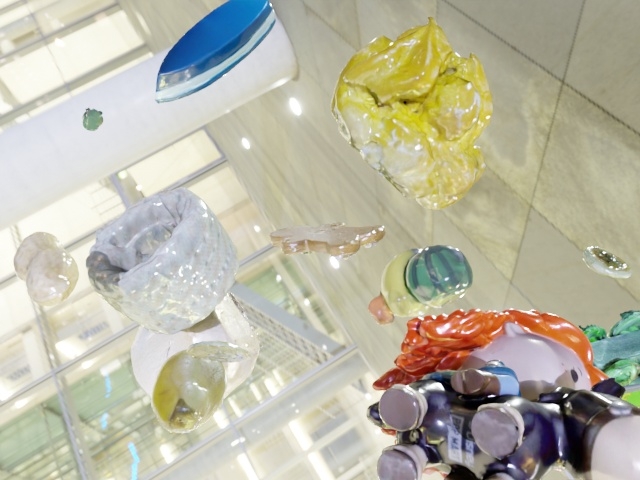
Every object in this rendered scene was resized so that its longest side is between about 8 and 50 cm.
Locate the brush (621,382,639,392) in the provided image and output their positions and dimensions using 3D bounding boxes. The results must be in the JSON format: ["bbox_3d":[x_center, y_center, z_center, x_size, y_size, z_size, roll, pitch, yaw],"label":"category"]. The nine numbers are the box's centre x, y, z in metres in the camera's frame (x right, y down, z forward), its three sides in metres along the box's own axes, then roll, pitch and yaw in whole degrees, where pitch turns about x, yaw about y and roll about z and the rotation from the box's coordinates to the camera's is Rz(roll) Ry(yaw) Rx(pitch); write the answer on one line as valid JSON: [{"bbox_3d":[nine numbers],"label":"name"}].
[{"bbox_3d":[0.528,0.266,0.963,0.062,0.265,0.027,56,-157,-49],"label":"brush"}]

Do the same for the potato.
[{"bbox_3d":[-0.279,0.327,1.171,0.157,0.157,0.194,63,-175,-19],"label":"potato"}]

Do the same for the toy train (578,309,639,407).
[{"bbox_3d":[0.595,0.259,1.109,0.132,0.243,0.188,-116,17,-51],"label":"toy train"}]

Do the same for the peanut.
[{"bbox_3d":[-0.428,0.044,0.862,0.187,0.082,0.082,31,153,45],"label":"peanut"}]

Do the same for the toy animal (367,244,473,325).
[{"bbox_3d":[0.285,0.116,1.603,0.338,0.215,0.191,-35,78,55],"label":"toy animal"}]

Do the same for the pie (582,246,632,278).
[{"bbox_3d":[0.485,0.036,0.932,0.084,0.084,0.021,50,137,43],"label":"pie"}]

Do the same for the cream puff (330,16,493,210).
[{"bbox_3d":[0.194,-0.237,1.015,0.324,0.257,0.291,45,-154,5],"label":"cream puff"}]

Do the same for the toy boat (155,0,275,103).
[{"bbox_3d":[-0.201,-0.359,1.022,0.096,0.299,0.062,35,157,13],"label":"toy boat"}]

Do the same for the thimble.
[{"bbox_3d":[-0.340,0.045,1.186,0.291,0.291,0.195,47,171,50],"label":"thimble"}]

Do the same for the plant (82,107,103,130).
[{"bbox_3d":[-0.591,-0.321,1.435,0.102,0.051,0.051,-113,0,-55],"label":"plant"}]

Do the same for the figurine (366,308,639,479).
[{"bbox_3d":[0.212,0.195,0.635,0.412,0.305,0.241,35,-137,-80],"label":"figurine"}]

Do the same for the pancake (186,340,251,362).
[{"bbox_3d":[-0.163,0.179,0.881,0.108,0.107,0.017,78,-164,-61],"label":"pancake"}]

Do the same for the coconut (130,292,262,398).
[{"bbox_3d":[-0.378,0.323,1.605,0.346,0.360,0.346,52,-169,-14],"label":"coconut"}]

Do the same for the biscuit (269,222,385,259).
[{"bbox_3d":[0.000,0.000,1.259,0.301,0.196,0.049,4,106,44],"label":"biscuit"}]
